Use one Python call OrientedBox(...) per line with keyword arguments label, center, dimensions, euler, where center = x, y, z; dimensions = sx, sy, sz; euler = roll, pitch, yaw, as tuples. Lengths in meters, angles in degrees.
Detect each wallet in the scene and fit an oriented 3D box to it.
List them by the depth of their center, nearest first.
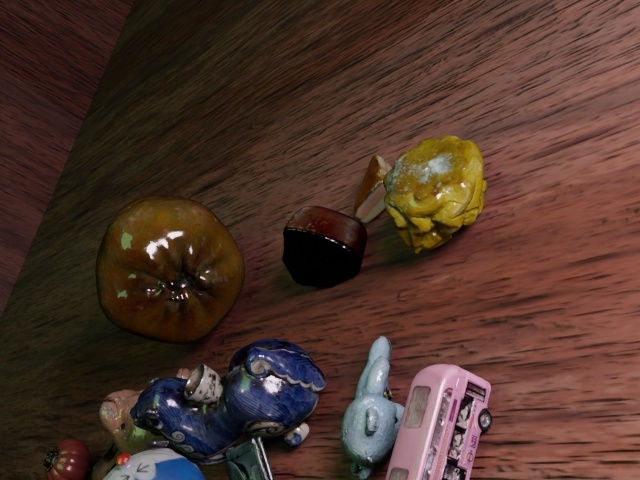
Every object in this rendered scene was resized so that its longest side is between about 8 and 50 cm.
OrientedBox(label="wallet", center=(-0.093, 0.344, 1.225), dimensions=(0.088, 0.026, 0.129), euler=(-37, 65, 42))

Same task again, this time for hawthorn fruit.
OrientedBox(label="hawthorn fruit", center=(-0.287, 0.047, 1.628), dimensions=(0.268, 0.267, 0.301), euler=(-60, 20, 1))

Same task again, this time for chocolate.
OrientedBox(label="chocolate", center=(0.000, 0.000, 1.363), dimensions=(0.148, 0.125, 0.080), euler=(-30, 24, 50))

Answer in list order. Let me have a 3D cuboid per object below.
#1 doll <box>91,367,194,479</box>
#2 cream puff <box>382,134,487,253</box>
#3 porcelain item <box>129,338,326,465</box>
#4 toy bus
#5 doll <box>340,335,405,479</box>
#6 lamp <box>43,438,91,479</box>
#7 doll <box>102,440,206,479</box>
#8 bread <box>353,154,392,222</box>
OrientedBox(label="doll", center=(-0.336, 0.335, 1.548), dimensions=(0.303, 0.156, 0.201), euler=(-35, 24, 40))
OrientedBox(label="cream puff", center=(0.156, -0.056, 1.166), dimensions=(0.146, 0.116, 0.146), euler=(-15, 41, 14))
OrientedBox(label="porcelain item", center=(-0.134, 0.228, 1.291), dimensions=(0.288, 0.186, 0.138), euler=(-33, 37, 39))
OrientedBox(label="toy bus", center=(0.123, 0.235, 0.961), dimensions=(0.063, 0.090, 0.203), euler=(-12, 56, 54))
OrientedBox(label="doll", center=(0.077, 0.203, 1.106), dimensions=(0.180, 0.075, 0.120), euler=(-63, -18, -48))
OrientedBox(label="lamp", center=(-0.509, 0.453, 1.793), dimensions=(0.107, 0.092, 0.108), euler=(-39, 36, 36))
OrientedBox(label="doll", center=(-0.235, 0.377, 1.277), dimensions=(0.257, 0.215, 0.161), euler=(120, 131, -70))
OrientedBox(label="bread", center=(0.091, -0.080, 1.350), dimensions=(0.062, 0.043, 0.109), euler=(-8, 57, 58))
